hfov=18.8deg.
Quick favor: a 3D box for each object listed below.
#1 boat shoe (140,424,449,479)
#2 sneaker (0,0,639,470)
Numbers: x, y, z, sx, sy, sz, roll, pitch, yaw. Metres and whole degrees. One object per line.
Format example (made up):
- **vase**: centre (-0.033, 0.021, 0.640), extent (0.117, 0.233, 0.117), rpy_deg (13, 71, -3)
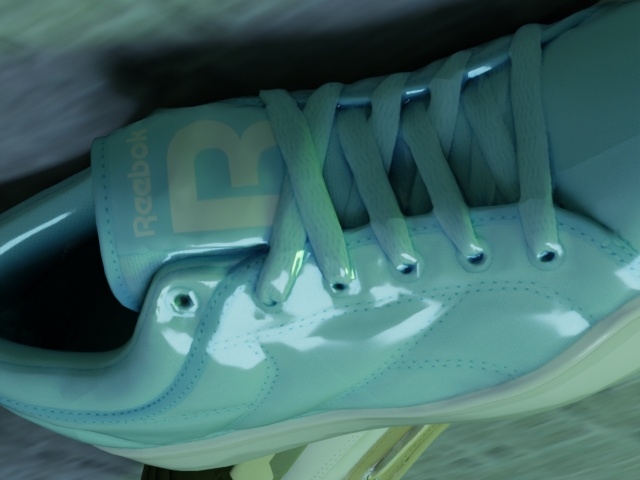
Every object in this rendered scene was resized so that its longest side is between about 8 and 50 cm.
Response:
- **boat shoe**: centre (-0.015, 0.111, 0.937), extent (0.103, 0.113, 0.302), rpy_deg (10, 149, -18)
- **sneaker**: centre (0.000, 0.000, 0.692), extent (0.366, 0.135, 0.150), rpy_deg (-26, 151, 33)
